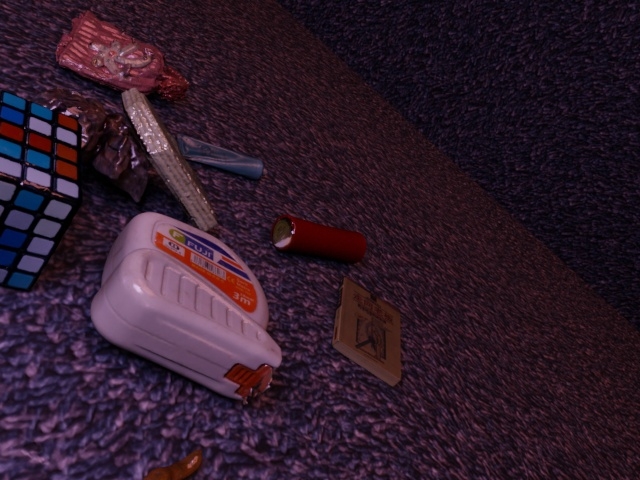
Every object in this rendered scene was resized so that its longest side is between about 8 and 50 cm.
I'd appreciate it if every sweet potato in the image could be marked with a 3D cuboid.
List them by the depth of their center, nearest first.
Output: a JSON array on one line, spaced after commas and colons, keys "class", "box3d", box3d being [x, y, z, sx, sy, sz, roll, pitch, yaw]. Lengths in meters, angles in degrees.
[{"class": "sweet potato", "box3d": [-0.195, 0.293, 0.710, 0.044, 0.044, 0.179, 43, 21, 4]}]

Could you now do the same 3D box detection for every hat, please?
[{"class": "hat", "box3d": [-0.422, -0.398, 1.352, 0.286, 0.107, 0.237, 23, 42, -23]}]

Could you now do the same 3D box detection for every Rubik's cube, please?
[{"class": "Rubik's cube", "box3d": [-0.428, -0.073, 0.787, 0.187, 0.184, 0.182, 21, 33, -36]}]

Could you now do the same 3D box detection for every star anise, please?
[{"class": "star anise", "box3d": [-0.372, -0.176, 1.034, 0.236, 0.109, 0.223, 46, 2, 14]}]

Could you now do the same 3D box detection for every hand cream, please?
[{"class": "hand cream", "box3d": [-0.220, -0.185, 1.383, 0.224, 0.048, 0.083, 14, 40, -34]}]

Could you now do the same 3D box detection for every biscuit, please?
[{"class": "biscuit", "box3d": [-0.266, -0.143, 1.088, 0.252, 0.052, 0.150, 62, -4, -37]}]

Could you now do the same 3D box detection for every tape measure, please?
[{"class": "tape measure", "box3d": [-0.197, 0.094, 0.910, 0.258, 0.130, 0.265, 31, 23, -26]}]

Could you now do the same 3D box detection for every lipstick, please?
[{"class": "lipstick", "box3d": [0.000, 0.000, 1.350, 0.241, 0.080, 0.080, 12, 39, -45]}]

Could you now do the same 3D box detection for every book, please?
[{"class": "book", "box3d": [0.101, 0.182, 1.272, 0.161, 0.026, 0.231, 34, 28, -13]}]
